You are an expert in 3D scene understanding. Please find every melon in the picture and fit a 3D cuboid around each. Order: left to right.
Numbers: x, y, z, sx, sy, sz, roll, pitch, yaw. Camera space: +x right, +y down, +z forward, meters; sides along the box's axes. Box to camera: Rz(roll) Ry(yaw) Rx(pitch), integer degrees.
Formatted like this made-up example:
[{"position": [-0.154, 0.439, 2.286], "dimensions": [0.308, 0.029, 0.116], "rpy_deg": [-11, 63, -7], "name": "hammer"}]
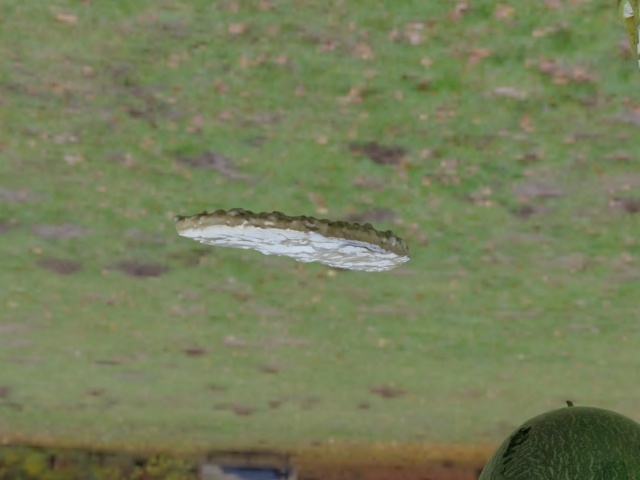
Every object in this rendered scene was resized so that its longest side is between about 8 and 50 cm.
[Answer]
[{"position": [0.186, 0.231, 0.877], "dimensions": [0.182, 0.288, 0.182], "rpy_deg": [5, 140, 4], "name": "melon"}]

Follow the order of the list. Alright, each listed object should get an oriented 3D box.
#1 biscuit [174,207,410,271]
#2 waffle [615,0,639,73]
[{"position": [-0.001, -0.001, 1.188], "dimensions": [0.250, 0.032, 0.133], "rpy_deg": [11, 168, -36], "name": "biscuit"}, {"position": [0.250, -0.084, 0.765], "dimensions": [0.054, 0.214, 0.208], "rpy_deg": [-32, -171, -3], "name": "waffle"}]
